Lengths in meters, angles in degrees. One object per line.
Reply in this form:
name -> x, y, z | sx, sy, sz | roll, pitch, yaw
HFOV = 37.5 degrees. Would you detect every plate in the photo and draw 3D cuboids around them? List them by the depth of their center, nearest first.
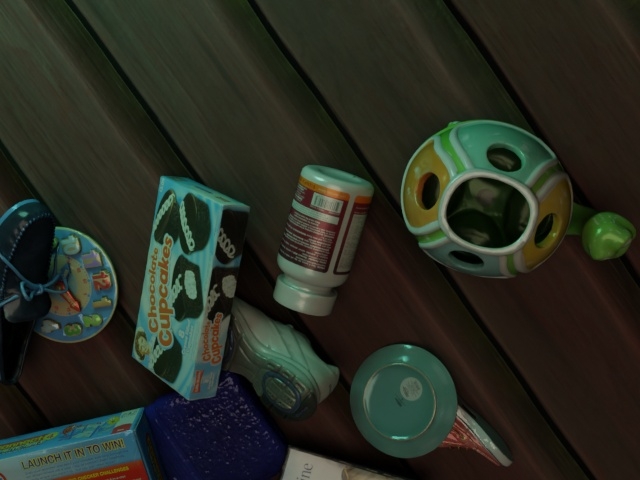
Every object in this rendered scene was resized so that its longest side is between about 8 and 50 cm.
plate -> 0.133, 0.266, 1.560 | 0.188, 0.024, 0.188 | -2, 86, 24

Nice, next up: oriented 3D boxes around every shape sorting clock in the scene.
shape sorting clock -> -0.446, 0.078, 1.630 | 0.206, 0.040, 0.206 | 1, 101, 8

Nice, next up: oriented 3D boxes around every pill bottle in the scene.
pill bottle -> 0.000, 0.000, 1.510 | 0.121, 0.121, 0.221 | 18, 103, 4

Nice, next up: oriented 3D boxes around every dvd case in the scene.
dvd case -> 0.042, 0.458, 1.563 | 0.253, 0.022, 0.180 | 15, 81, 6

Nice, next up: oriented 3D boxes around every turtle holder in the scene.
turtle holder -> 0.272, -0.036, 1.410 | 0.320, 0.227, 0.243 | 43, 103, -1

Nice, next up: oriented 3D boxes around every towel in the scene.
towel -> -0.223, 0.359, 1.641 | 0.308, 0.076, 0.228 | -30, 102, 12

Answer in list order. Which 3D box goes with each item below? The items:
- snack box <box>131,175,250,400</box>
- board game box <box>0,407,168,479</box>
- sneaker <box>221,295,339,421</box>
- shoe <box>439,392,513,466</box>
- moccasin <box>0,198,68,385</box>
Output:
snack box -> -0.216, 0.073, 1.533 | 0.187, 0.060, 0.322 | 24, 108, 47
board game box -> -0.404, 0.465, 1.594 | 0.308, 0.086, 0.302 | -13, 104, 5
sneaker -> -0.097, 0.176, 1.567 | 0.297, 0.129, 0.111 | 42, 124, 18
shoe -> 0.234, 0.324, 1.572 | 0.178, 0.063, 0.081 | 45, 105, 3
moccasin -> -0.488, 0.092, 1.563 | 0.117, 0.137, 0.342 | 38, 125, 24
